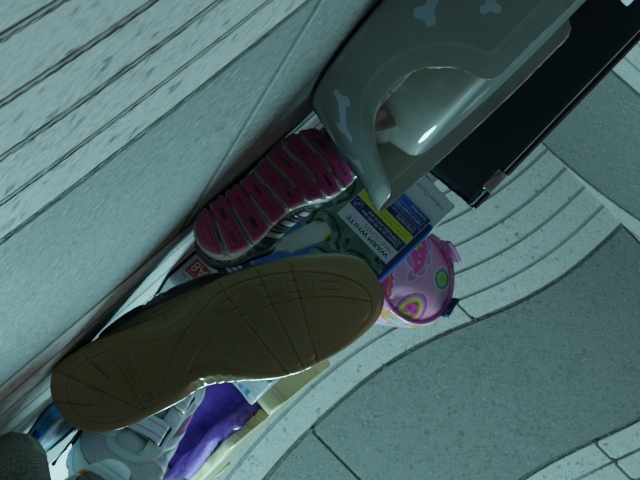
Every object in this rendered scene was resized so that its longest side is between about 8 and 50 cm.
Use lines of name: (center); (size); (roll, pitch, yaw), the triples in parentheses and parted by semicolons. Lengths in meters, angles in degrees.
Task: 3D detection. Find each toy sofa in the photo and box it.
toy sofa: (-0.157, 0.215, 2.207); (0.177, 0.150, 0.362); (-36, 172, -37)

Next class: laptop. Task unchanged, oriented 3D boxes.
laptop: (0.221, -0.259, 2.040); (0.382, 0.236, 0.408); (-46, -155, 6)

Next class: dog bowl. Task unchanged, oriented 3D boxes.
dog bowl: (0.133, -0.177, 1.348); (0.349, 0.102, 0.349); (-44, 176, -4)

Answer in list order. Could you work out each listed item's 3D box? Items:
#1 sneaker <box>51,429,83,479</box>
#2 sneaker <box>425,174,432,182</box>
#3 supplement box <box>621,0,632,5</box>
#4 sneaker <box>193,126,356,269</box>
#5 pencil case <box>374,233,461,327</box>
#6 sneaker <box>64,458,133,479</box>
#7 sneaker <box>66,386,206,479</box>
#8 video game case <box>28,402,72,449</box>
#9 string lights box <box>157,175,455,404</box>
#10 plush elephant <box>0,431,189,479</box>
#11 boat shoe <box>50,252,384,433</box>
sneaker: (-0.233, 0.205, 2.003); (0.170, 0.051, 0.089); (-41, -179, -2)
sneaker: (0.064, -0.054, 2.082); (0.126, 0.091, 0.240); (-45, 177, 9)
supplement box: (0.305, -0.314, 1.642); (0.114, 0.111, 0.220); (-44, 176, 0)
sneaker: (-0.039, -0.031, 1.416); (0.170, 0.063, 0.075); (-37, 173, -25)
pencil case: (0.059, 0.041, 2.166); (0.124, 0.124, 0.284); (-43, -162, -21)
sneaker: (-0.233, 0.305, 1.702); (0.083, 0.084, 0.215); (-5, 123, -64)
sneaker: (-0.182, 0.175, 1.806); (0.252, 0.103, 0.111); (-69, -176, -54)
video game case: (-0.244, 0.164, 1.711); (0.119, 0.015, 0.166); (-42, 176, -35)
string lights box: (-0.014, 0.013, 1.612); (0.260, 0.133, 0.077); (-43, 177, -26)
plush elephant: (-0.239, 0.302, 1.527); (0.272, 0.330, 0.255); (-49, -164, 8)
boat shoe: (-0.086, 0.071, 1.445); (0.285, 0.102, 0.092); (-24, -160, 9)
